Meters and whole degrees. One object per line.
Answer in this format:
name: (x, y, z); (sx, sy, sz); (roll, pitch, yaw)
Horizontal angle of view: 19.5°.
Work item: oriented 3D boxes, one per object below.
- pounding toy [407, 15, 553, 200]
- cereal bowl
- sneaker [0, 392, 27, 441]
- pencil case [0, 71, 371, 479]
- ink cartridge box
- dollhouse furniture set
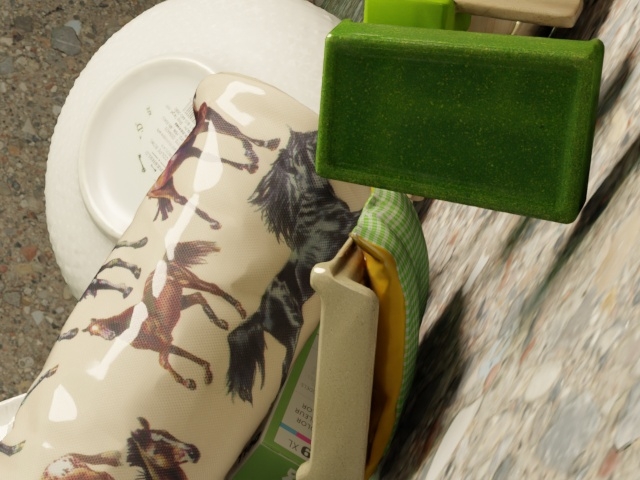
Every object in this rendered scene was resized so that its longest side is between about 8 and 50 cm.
pounding toy: (0.097, -0.161, 1.329); (0.237, 0.110, 0.183); (-46, -16, -54)
cereal bowl: (-0.099, -0.059, 1.548); (0.339, 0.339, 0.141); (-59, -32, 5)
sneaker: (-0.195, 0.203, 1.702); (0.236, 0.323, 0.130); (100, 151, -64)
pencil case: (-0.109, 0.077, 1.309); (0.183, 0.160, 0.410); (4, 59, 51)
ink cartridge box: (-0.030, 0.155, 1.352); (0.109, 0.062, 0.209); (-52, 11, 42)
dollhouse furniture set: (0.087, 0.003, 1.140); (0.197, 0.151, 0.301); (-53, -31, -68)
